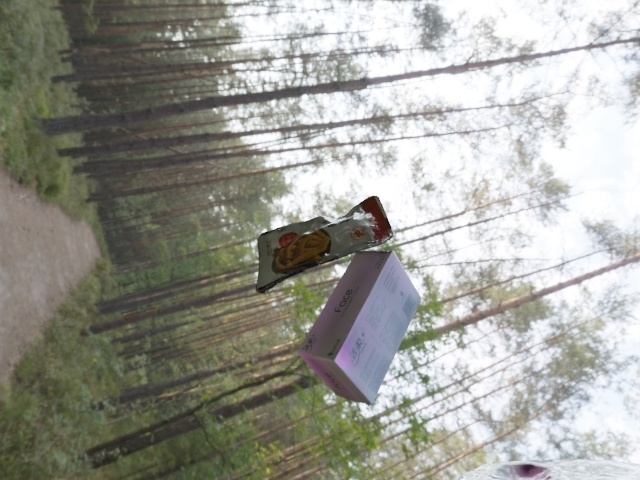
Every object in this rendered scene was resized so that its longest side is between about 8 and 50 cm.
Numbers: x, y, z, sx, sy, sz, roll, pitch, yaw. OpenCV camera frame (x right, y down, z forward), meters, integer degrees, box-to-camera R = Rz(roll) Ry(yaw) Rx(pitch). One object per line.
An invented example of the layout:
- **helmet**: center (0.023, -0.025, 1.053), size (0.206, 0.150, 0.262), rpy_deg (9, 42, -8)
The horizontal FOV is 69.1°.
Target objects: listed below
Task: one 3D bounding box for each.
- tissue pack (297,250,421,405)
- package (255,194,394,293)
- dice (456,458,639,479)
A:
- **tissue pack**: center (0.080, 0.150, 0.860), size (0.092, 0.246, 0.148), rpy_deg (0, -44, 43)
- **package**: center (0.000, 0.000, 0.786), size (0.154, 0.239, 0.030), rpy_deg (-98, 168, -55)
- **dice**: center (0.266, 0.396, 0.413), size (0.330, 0.322, 0.318), rpy_deg (-10, -103, 23)
